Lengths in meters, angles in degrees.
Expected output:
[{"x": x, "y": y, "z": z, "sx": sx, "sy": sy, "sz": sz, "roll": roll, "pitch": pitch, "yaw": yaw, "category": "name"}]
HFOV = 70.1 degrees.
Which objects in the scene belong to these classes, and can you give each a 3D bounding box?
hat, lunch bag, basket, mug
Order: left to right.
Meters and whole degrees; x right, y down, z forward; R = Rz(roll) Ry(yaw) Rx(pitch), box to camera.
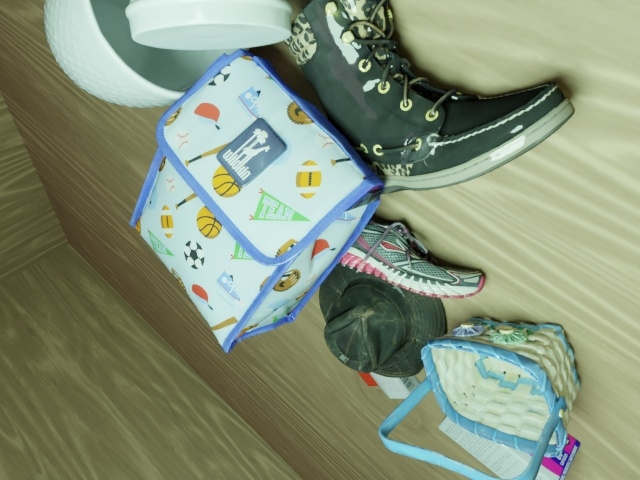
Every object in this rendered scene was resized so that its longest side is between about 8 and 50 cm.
[{"x": -0.320, "y": -0.422, "z": 0.804, "sx": 0.328, "sy": 0.276, "sz": 0.374, "roll": 9, "pitch": 90, "yaw": 45, "category": "mug"}, {"x": -0.115, "y": -0.062, "z": 0.756, "sx": 0.328, "sy": 0.239, "sz": 0.385, "roll": 48, "pitch": 124, "yaw": 15, "category": "lunch bag"}, {"x": 0.090, "y": 0.181, "z": 0.968, "sx": 0.331, "sy": 0.134, "sz": 0.331, "roll": 19, "pitch": 123, "yaw": 33, "category": "hat"}, {"x": 0.262, "y": 0.255, "z": 0.740, "sx": 0.255, "sy": 0.289, "sz": 0.201, "roll": -5, "pitch": 117, "yaw": 50, "category": "basket"}]

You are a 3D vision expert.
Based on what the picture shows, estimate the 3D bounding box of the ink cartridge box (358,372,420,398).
[{"x": 0.122, "y": 0.322, "z": 1.182, "sx": 0.189, "sy": 0.066, "sz": 0.232, "roll": 53, "pitch": 142, "yaw": -3, "category": "ink cartridge box"}]

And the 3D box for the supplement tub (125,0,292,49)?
[{"x": -0.147, "y": -0.421, "z": 0.551, "sx": 0.241, "sy": 0.241, "sz": 0.331, "roll": 12, "pitch": 111, "yaw": 44, "category": "supplement tub"}]

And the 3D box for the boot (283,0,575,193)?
[{"x": 0.108, "y": -0.217, "z": 0.617, "sx": 0.377, "sy": 0.138, "sz": 0.284, "roll": -1, "pitch": 122, "yaw": 60, "category": "boot"}]

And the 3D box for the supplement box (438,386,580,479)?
[{"x": 0.366, "y": 0.386, "z": 0.904, "sx": 0.220, "sy": 0.111, "sz": 0.114, "roll": 34, "pitch": 142, "yaw": 24, "category": "supplement box"}]

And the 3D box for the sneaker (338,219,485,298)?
[{"x": 0.147, "y": 0.025, "z": 0.826, "sx": 0.299, "sy": 0.121, "sz": 0.112, "roll": 20, "pitch": 95, "yaw": 23, "category": "sneaker"}]
